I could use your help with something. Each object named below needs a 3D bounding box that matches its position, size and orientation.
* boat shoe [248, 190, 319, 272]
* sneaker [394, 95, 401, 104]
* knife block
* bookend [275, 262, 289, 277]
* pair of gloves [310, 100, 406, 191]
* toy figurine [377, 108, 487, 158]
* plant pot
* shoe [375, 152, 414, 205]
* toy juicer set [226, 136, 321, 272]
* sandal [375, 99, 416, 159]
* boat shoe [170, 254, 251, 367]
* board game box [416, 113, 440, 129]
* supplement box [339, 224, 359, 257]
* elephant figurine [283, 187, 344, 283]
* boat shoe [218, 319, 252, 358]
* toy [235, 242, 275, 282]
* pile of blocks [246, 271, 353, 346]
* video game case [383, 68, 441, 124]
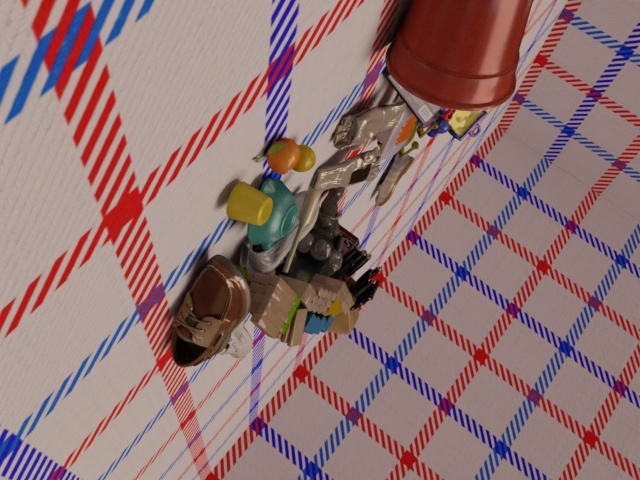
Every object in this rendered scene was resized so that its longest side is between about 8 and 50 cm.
[{"bbox_3d":[-0.075,-0.033,1.523,0.227,0.079,0.081,-54,159,-27],"label":"boat shoe"},{"bbox_3d":[0.220,-0.363,1.790,0.070,0.051,0.134,-58,173,-1],"label":"sneaker"},{"bbox_3d":[0.022,0.120,1.873,0.088,0.275,0.242,-56,146,-55],"label":"knife block"},{"bbox_3d":[-0.094,0.129,1.959,0.156,0.072,0.157,-37,161,-56],"label":"bookend"},{"bbox_3d":[0.092,-0.208,1.635,0.204,0.042,0.240,-19,147,-41],"label":"pair of gloves"},{"bbox_3d":[0.352,-0.314,1.884,0.362,0.191,0.217,-48,127,7],"label":"toy figurine"},{"bbox_3d":[0.281,-0.435,1.355,0.272,0.272,0.265,-45,158,-37],"label":"plant pot"},{"bbox_3d":[0.227,-0.201,2.324,0.219,0.058,0.077,-57,-171,38],"label":"shoe"},{"bbox_3d":[-0.080,-0.083,1.372,0.209,0.089,0.329,-64,163,-13],"label":"toy juicer set"},{"bbox_3d":[0.190,-0.322,1.728,0.102,0.076,0.265,-20,139,-50],"label":"sandal"},{"bbox_3d":[-0.225,0.155,1.403,0.116,0.123,0.324,-40,161,-39],"label":"boat shoe"},{"bbox_3d":[0.340,-0.425,2.105,0.208,0.056,0.347,-62,166,21],"label":"board game box"},{"bbox_3d":[0.041,0.009,1.995,0.073,0.130,0.239,-52,170,-6],"label":"supplement box"},{"bbox_3d":[0.000,0.000,1.792,0.186,0.169,0.239,-27,-161,27],"label":"elephant figurine"},{"bbox_3d":[-0.226,0.218,1.657,0.096,0.098,0.277,-48,158,-23],"label":"boat shoe"},{"bbox_3d":[-0.158,0.098,1.590,0.237,0.056,0.137,51,40,-73],"label":"toy"},{"bbox_3d":[-0.066,0.144,1.572,0.362,0.112,0.149,9,95,-57],"label":"pile of blocks"},{"bbox_3d":[0.288,-0.416,1.623,0.274,0.026,0.196,-45,137,4],"label":"video game case"}]
